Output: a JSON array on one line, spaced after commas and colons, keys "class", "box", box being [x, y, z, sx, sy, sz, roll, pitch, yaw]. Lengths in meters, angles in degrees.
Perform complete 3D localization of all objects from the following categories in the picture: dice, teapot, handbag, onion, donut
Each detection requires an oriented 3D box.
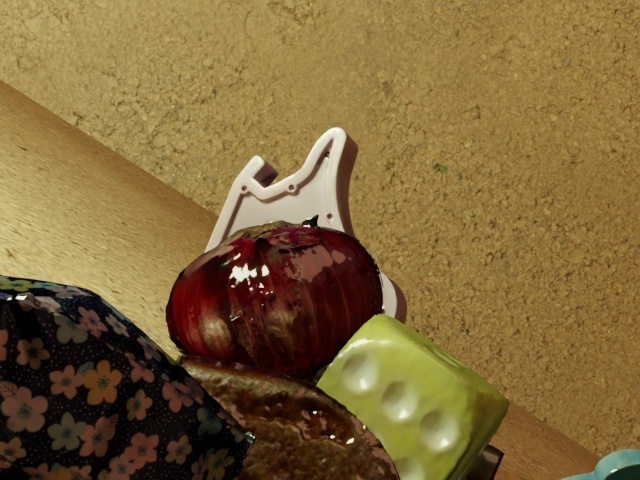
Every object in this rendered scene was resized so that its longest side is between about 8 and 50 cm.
[{"class": "dice", "box": [0.085, 0.188, 1.417, 0.169, 0.166, 0.169, 34, 4, 15]}, {"class": "teapot", "box": [0.188, 0.293, 1.740, 0.068, 0.076, 0.121, 25, -26, 14]}, {"class": "handbag", "box": [-0.171, 0.085, 0.801, 0.229, 0.126, 0.208, 39, -14, -38]}, {"class": "onion", "box": [-0.049, 0.087, 1.508, 0.252, 0.219, 0.252, -6, -1, 0]}, {"class": "donut", "box": [-0.023, 0.173, 0.926, 0.187, 0.144, 0.126, 12, -33, -5]}]

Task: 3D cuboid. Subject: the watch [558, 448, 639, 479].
[{"class": "watch", "box": [0.281, 0.334, 1.313, 0.211, 0.211, 0.193, 31, 25, -35]}]

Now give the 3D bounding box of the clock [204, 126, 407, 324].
[{"class": "clock", "box": [0.000, 0.000, 1.777, 0.275, 0.290, 0.080, 18, -3, 18]}]

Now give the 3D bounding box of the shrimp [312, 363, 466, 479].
[{"class": "shrimp", "box": [0.051, 0.209, 1.616, 0.317, 0.077, 0.168, 38, 8, 28]}]
